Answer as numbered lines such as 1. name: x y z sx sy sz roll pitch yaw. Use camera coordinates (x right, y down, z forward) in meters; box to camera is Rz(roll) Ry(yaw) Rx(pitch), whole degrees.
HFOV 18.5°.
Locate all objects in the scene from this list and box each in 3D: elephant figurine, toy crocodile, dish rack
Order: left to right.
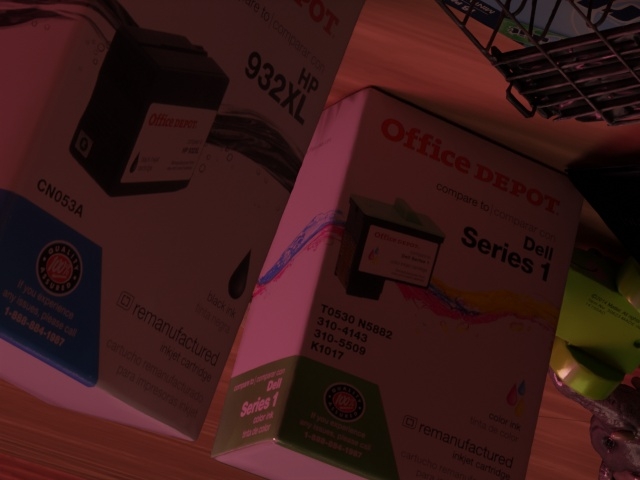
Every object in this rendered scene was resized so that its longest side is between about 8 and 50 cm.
1. dish rack: 0.130 -0.159 0.970 0.208 0.074 0.271 -8 141 41
2. elephant figurine: 0.333 0.199 1.893 0.239 0.186 0.169 21 -152 17
3. toy crocodile: 0.294 0.081 1.617 0.340 0.105 0.115 23 119 -19

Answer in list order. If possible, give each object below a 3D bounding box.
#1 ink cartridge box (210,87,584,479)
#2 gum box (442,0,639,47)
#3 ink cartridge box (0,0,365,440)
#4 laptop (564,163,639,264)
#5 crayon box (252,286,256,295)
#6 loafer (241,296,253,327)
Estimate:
1. ink cartridge box: 0.061 0.056 1.442 0.201 0.278 0.117 23 158 -21
2. gum box: 0.172 -0.148 1.117 0.157 0.041 0.184 25 159 -23
3. ink cartridge box: -0.123 -0.068 1.155 0.129 0.307 0.223 10 162 37
4. laptop: 0.431 0.038 1.326 0.407 0.236 0.382 -8 -177 -12
5. crayon box: 0.000 0.000 1.640 0.278 0.081 0.165 15 162 2
6. loafer: 0.002 0.068 1.832 0.268 0.102 0.092 33 159 -19
